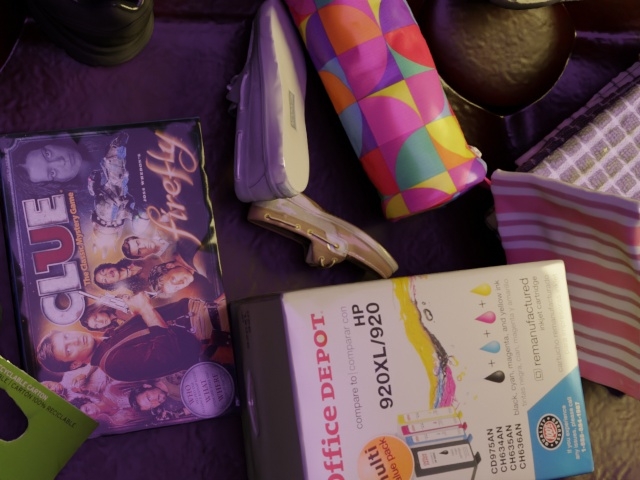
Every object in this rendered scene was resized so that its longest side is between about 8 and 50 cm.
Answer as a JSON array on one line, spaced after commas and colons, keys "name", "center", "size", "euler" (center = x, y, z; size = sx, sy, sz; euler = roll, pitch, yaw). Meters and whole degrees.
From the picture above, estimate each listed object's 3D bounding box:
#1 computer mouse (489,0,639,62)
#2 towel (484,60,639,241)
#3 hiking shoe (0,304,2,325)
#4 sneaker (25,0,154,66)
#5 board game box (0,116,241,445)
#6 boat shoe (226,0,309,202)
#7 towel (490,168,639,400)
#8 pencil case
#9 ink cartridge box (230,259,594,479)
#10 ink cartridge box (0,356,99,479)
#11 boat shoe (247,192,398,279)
[{"name": "computer mouse", "center": [0.249, -0.234, 1.254], "size": [0.262, 0.060, 0.184], "euler": [-22, 98, -22]}, {"name": "towel", "center": [0.314, -0.034, 1.190], "size": [0.284, 0.121, 0.235], "euler": [-40, 95, -8]}, {"name": "hiking shoe", "center": [-0.355, 0.121, 0.967], "size": [0.304, 0.132, 0.113], "euler": [-34, 94, -19]}, {"name": "sneaker", "center": [-0.238, -0.257, 1.056], "size": [0.286, 0.130, 0.109], "euler": [36, 76, -9]}, {"name": "board game box", "center": [-0.162, 0.031, 1.089], "size": [0.165, 0.042, 0.243], "euler": [-7, 85, -19]}, {"name": "boat shoe", "center": [-0.048, -0.115, 1.133], "size": [0.063, 0.066, 0.184], "euler": [-13, 69, 21]}, {"name": "towel", "center": [0.212, 0.039, 1.121], "size": [0.029, 0.144, 0.197], "euler": [-38, 127, -35]}, {"name": "pencil case", "center": [0.056, -0.129, 1.148], "size": [0.104, 0.104, 0.236], "euler": [-26, 90, -19]}, {"name": "ink cartridge box", "center": [0.064, 0.115, 1.084], "size": [0.233, 0.168, 0.171], "euler": [-6, 86, -18]}, {"name": "ink cartridge box", "center": [-0.273, 0.205, 0.941], "size": [0.255, 0.097, 0.189], "euler": [-51, 130, -6]}, {"name": "boat shoe", "center": [0.000, 0.000, 1.145], "size": [0.135, 0.050, 0.045], "euler": [32, 78, -1]}]
